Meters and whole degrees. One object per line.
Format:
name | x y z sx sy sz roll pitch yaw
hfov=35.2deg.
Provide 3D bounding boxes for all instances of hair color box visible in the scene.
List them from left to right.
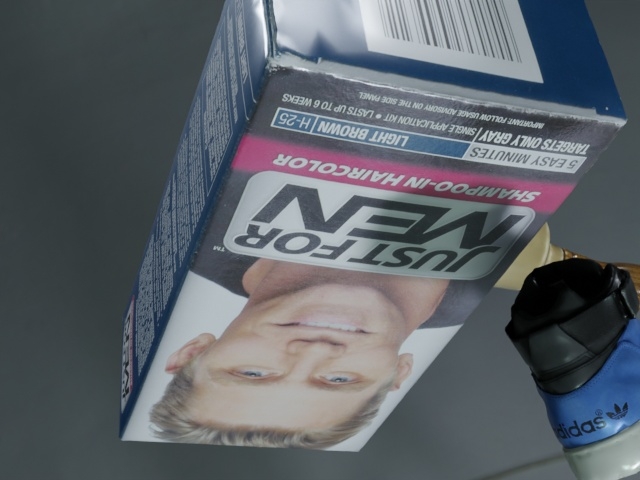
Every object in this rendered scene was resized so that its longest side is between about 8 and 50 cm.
hair color box | 0.000 0.000 0.576 0.173 0.347 0.105 7 52 -18

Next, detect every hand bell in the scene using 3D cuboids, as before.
hand bell | 0.211 0.020 0.851 0.242 0.126 0.126 16 49 -15

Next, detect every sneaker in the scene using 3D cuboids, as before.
sneaker | 0.129 0.043 0.444 0.058 0.152 0.085 -29 83 33
